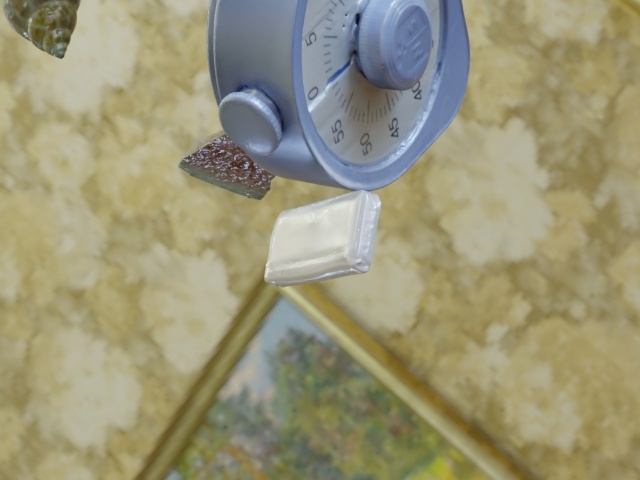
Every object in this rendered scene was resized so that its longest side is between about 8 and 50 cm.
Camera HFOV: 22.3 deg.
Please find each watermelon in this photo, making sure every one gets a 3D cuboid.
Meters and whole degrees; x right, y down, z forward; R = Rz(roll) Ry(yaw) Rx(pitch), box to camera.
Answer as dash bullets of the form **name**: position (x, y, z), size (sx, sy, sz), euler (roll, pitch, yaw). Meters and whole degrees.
- **watermelon**: position (-0.112, -0.152, 2.480), size (0.241, 0.154, 0.094), euler (148, 130, -61)

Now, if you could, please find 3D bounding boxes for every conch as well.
- **conch**: position (-0.381, -0.340, 2.255), size (0.173, 0.106, 0.116), euler (-62, -36, -46)

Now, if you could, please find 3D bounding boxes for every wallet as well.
- **wallet**: position (0.000, 0.000, 1.776), size (0.190, 0.033, 0.095), euler (-11, 63, 57)

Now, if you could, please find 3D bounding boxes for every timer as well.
- **timer**: position (0.028, -0.229, 1.867), size (0.395, 0.173, 0.395), euler (-26, -58, -50)
